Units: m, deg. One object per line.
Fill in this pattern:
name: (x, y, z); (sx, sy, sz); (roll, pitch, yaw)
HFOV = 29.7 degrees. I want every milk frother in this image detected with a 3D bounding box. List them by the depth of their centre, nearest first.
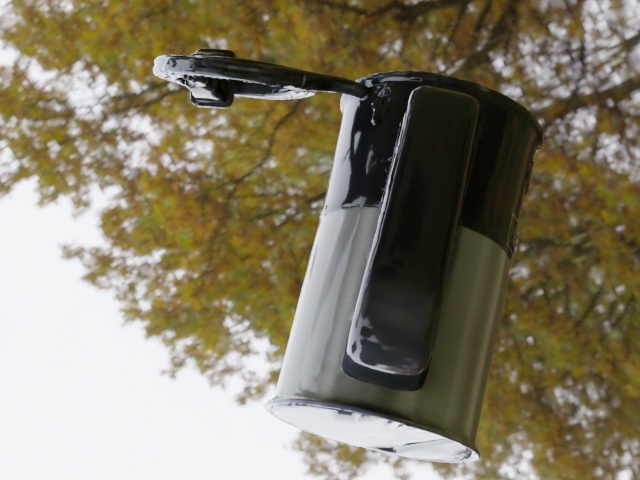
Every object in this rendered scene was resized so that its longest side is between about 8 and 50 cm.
milk frother: (0.000, 0.000, 0.463); (0.129, 0.143, 0.134); (51, -130, -62)
